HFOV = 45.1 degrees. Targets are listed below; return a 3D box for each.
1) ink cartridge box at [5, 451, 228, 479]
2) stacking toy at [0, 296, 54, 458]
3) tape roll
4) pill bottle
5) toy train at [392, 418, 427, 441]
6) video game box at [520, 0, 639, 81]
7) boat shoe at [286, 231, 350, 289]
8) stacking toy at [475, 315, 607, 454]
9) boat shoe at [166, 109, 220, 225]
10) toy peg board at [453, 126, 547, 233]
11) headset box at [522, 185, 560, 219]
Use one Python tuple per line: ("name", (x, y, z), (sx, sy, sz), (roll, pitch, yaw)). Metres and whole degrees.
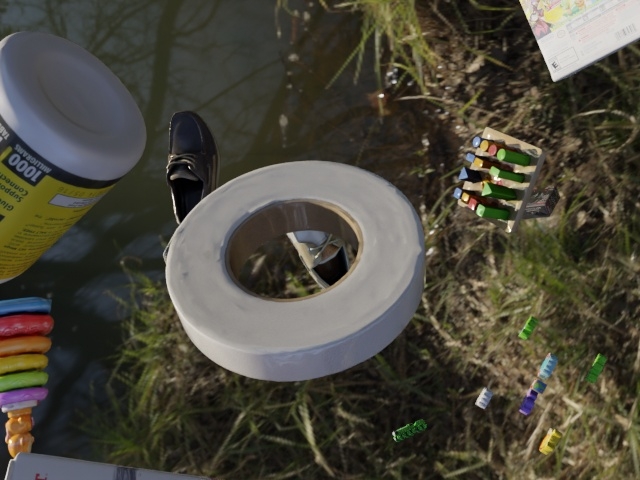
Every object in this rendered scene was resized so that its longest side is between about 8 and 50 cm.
("ink cartridge box", (-0.219, 0.363, 0.842), (0.117, 0.282, 0.207), (130, 149, -49))
("stacking toy", (-0.585, 0.267, 1.477), (0.175, 0.165, 0.302), (-34, 65, 59))
("tape roll", (-0.038, 0.031, 1.154), (0.392, 0.392, 0.072), (19, 144, 26))
("pill bottle", (-0.373, -0.067, 0.894), (0.334, 0.188, 0.188), (-38, 82, 26))
("toy train", (0.185, 0.394, 1.603), (0.024, 0.083, 0.017), (57, 148, 30))
("video game box", (0.454, -0.400, 1.315), (0.205, 0.048, 0.187), (-24, 90, 50))
("boat shoe", (0.000, 0.000, 1.573), (0.103, 0.113, 0.302), (45, 170, 45))
("stacking toy", (0.428, 0.279, 1.505), (0.167, 0.052, 0.221), (31, 87, 9))
("boat shoe", (-0.337, -0.178, 2.039), (0.132, 0.130, 0.356), (-13, 85, 11))
("toy peg board", (0.311, -0.120, 1.431), (0.160, 0.079, 0.161), (40, 116, 53))
("headset box", (0.460, -0.077, 1.622), (0.062, 0.083, 0.032), (-6, 120, 42))
